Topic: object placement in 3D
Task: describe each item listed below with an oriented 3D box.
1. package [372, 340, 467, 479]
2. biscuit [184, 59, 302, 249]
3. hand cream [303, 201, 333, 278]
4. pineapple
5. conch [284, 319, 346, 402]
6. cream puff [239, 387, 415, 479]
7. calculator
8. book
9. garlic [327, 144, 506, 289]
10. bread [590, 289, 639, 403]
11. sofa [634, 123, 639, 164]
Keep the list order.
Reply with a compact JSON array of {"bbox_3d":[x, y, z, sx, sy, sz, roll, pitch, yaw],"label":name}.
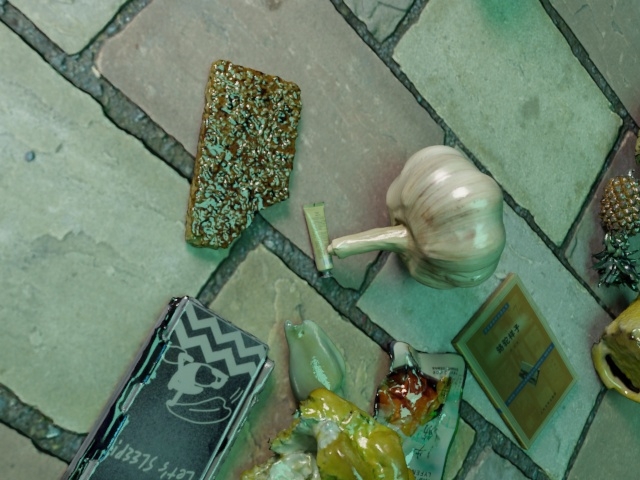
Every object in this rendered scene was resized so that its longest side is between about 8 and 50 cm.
[{"bbox_3d":[0.137,0.262,0.945,0.166,0.040,0.231,22,78,-29],"label":"package"},{"bbox_3d":[-0.093,-0.101,0.828,0.131,0.026,0.236,11,82,-28],"label":"biscuit"},{"bbox_3d":[0.000,0.000,0.884,0.035,0.022,0.102,-11,88,-31],"label":"hand cream"},{"bbox_3d":[0.542,-0.020,1.169,0.103,0.083,0.221,15,82,-33],"label":"pineapple"},{"bbox_3d":[0.005,0.177,0.854,0.088,0.065,0.180,-25,99,-29],"label":"conch"},{"bbox_3d":[0.020,0.307,0.776,0.195,0.194,0.221,27,104,-27],"label":"cream puff"},{"bbox_3d":[-0.172,0.215,0.771,0.166,0.028,0.274,37,72,-28],"label":"calculator"},{"bbox_3d":[0.325,0.197,1.070,0.170,0.018,0.241,-44,109,-24],"label":"book"},{"bbox_3d":[0.118,-0.020,0.874,0.226,0.199,0.199,-12,95,-12],"label":"garlic"},{"bbox_3d":[0.586,0.185,1.135,0.171,0.197,0.197,-25,101,-22],"label":"bread"},{"bbox_3d":[0.706,-0.150,1.187,0.258,0.182,0.200,52,46,-20],"label":"sofa"}]
